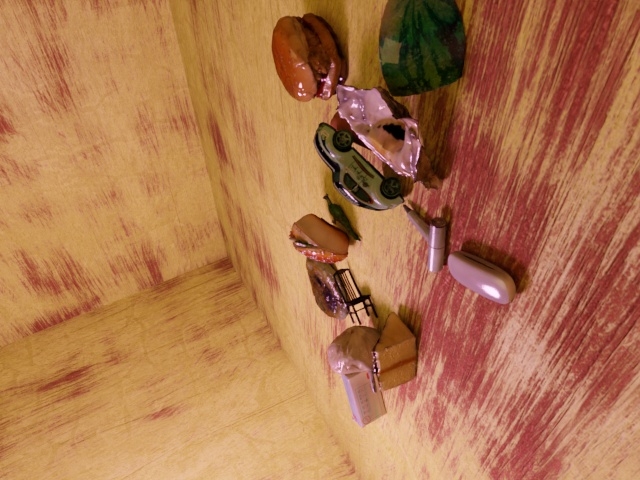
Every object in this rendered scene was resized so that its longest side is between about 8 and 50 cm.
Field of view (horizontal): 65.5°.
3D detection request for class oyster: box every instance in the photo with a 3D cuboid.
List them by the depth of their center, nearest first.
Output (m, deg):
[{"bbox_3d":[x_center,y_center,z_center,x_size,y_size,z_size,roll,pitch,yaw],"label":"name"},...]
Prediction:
[{"bbox_3d":[0.164,-0.239,1.107,0.275,0.100,0.271,43,178,19],"label":"oyster"}]

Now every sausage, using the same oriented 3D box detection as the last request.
[{"bbox_3d":[0.119,-0.292,1.320,0.289,0.086,0.086,40,147,54],"label":"sausage"}]

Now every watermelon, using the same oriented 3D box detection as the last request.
[{"bbox_3d":[0.206,-0.399,0.969,0.146,0.128,0.230,22,132,41],"label":"watermelon"}]

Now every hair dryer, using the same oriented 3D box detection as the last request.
[{"bbox_3d":[0.266,-0.025,1.311,0.183,0.044,0.154,-127,24,-48],"label":"hair dryer"}]

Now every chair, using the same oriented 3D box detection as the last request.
[{"bbox_3d":[0.126,0.202,1.858,0.212,0.084,0.101,68,164,0],"label":"chair"}]

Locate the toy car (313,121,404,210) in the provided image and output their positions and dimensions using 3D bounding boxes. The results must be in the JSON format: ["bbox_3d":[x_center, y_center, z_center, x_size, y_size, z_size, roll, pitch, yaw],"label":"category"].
[{"bbox_3d":[0.087,-0.179,1.329,0.306,0.125,0.136,41,178,-13],"label":"toy car"}]

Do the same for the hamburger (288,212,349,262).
[{"bbox_3d":[0.000,-0.001,1.781,0.237,0.147,0.237,30,-173,-4],"label":"hamburger"}]

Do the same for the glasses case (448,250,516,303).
[{"bbox_3d":[0.365,0.081,1.138,0.197,0.050,0.076,33,142,58],"label":"glasses case"}]

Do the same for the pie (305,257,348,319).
[{"bbox_3d":[0.024,0.210,2.155,0.323,0.071,0.323,51,155,35],"label":"pie"}]

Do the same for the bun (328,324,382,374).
[{"bbox_3d":[0.140,0.384,1.807,0.244,0.244,0.153,179,77,-69],"label":"bun"}]

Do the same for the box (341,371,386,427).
[{"bbox_3d":[0.183,0.655,2.125,0.079,0.135,0.269,26,136,62],"label":"box"}]

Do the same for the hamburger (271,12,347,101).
[{"bbox_3d":[-0.044,-0.506,1.393,0.244,0.163,0.244,52,157,33],"label":"hamburger"}]

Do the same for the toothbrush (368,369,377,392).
[{"bbox_3d":[0.192,0.471,1.818,0.418,0.040,0.042,-60,-38,-87],"label":"toothbrush"}]

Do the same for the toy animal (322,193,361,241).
[{"bbox_3d":[0.073,-0.068,1.762,0.216,0.041,0.075,56,157,17],"label":"toy animal"}]

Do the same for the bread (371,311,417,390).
[{"bbox_3d":[0.253,0.380,1.671,0.265,0.142,0.178,81,-165,-46],"label":"bread"}]
